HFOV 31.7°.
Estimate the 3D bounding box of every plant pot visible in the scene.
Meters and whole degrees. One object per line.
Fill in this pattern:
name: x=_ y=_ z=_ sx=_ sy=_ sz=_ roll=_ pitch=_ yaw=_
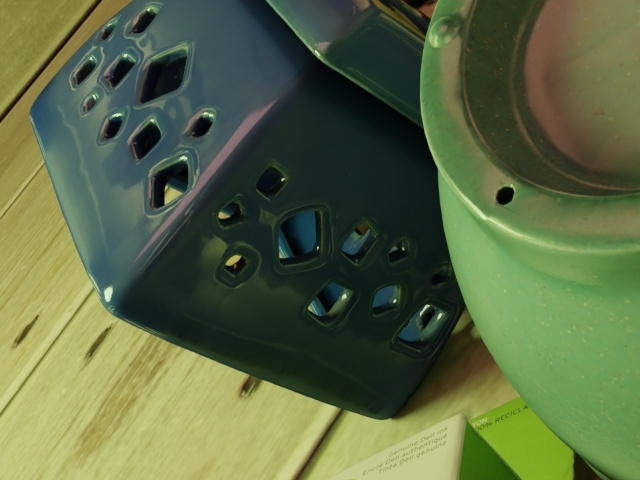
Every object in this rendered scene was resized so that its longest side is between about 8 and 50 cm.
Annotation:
plant pot: x=-0.011 y=-0.060 z=0.702 sx=0.212 sy=0.236 sz=0.236 roll=-50 pitch=40 yaw=14
plant pot: x=0.159 y=-0.041 z=0.425 sx=0.293 sy=0.196 sz=0.293 roll=-21 pitch=55 yaw=33

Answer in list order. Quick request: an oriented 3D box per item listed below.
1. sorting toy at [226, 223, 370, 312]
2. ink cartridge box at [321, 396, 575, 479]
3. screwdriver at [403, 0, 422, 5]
sorting toy: x=0.000 y=0.000 z=0.918 sx=0.208 sy=0.038 sz=0.193 roll=-43 pitch=25 yaw=-3
ink cartridge box: x=0.017 y=0.147 z=0.523 sx=0.189 sy=0.097 sz=0.255 roll=-32 pitch=20 yaw=26
screwdriver: x=0.113 y=-0.242 z=1.110 sx=0.025 sy=0.024 sz=0.170 roll=-22 pitch=21 yaw=-19
